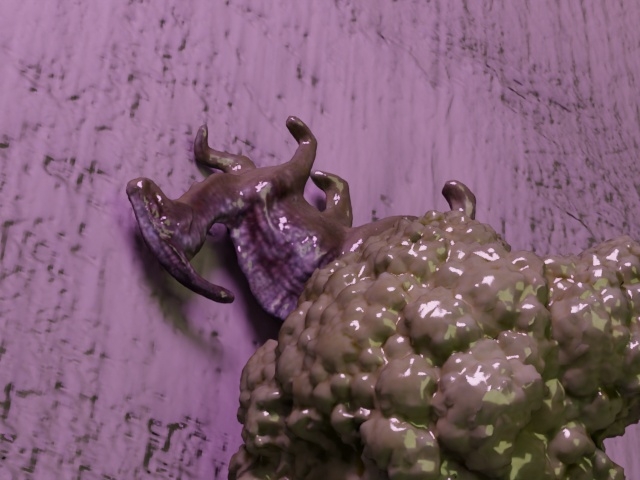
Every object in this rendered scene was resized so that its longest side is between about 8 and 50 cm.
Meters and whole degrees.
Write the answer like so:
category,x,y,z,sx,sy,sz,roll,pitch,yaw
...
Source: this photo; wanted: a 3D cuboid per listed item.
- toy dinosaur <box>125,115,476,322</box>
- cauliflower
category,x,y,z,sx,sy,sz,roll,pitch,yaw
toy dinosaur,-0.005,0.002,1.178,0.294,0.077,0.162,20,57,-18
cauliflower,0.097,0.133,1.047,0.281,0.327,0.260,47,11,-24
